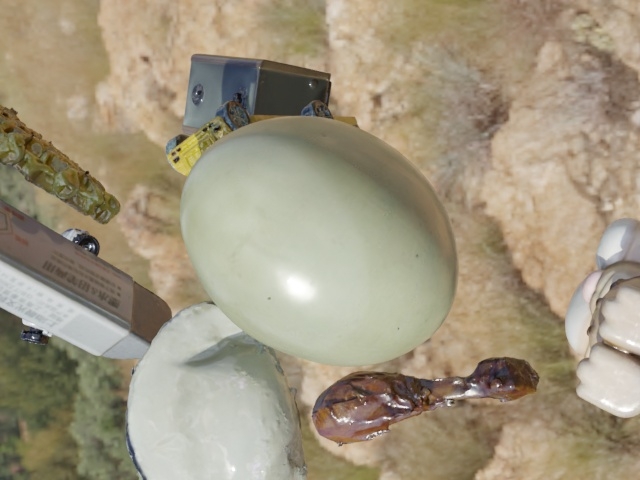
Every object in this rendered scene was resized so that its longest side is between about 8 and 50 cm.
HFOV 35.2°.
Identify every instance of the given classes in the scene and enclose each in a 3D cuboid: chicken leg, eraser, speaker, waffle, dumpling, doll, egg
[{"bbox_3d":[0.133,0.202,1.320,0.113,0.305,0.093,36,-138,-67],"label":"chicken leg"},{"bbox_3d":[-0.298,0.024,1.012,0.061,0.352,0.089,-38,35,24],"label":"eraser"},{"bbox_3d":[-0.119,-0.248,1.831,0.231,0.193,0.153,17,102,50],"label":"speaker"},{"bbox_3d":[-0.310,-0.095,1.102,0.046,0.161,0.192,-53,45,2],"label":"waffle"},{"bbox_3d":[-0.109,0.188,1.018,0.142,0.173,0.247,147,106,-76],"label":"dumpling"},{"bbox_3d":[0.250,0.053,0.773,0.119,0.278,0.154,23,97,18],"label":"doll"},{"bbox_3d":[0.000,0.000,0.931,0.269,0.219,0.219,39,143,3],"label":"egg"}]

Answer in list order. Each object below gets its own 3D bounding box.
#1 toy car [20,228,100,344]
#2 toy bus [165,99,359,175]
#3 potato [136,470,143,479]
[{"bbox_3d":[-0.368,0.062,1.398,0.080,0.070,0.170,-4,65,63],"label":"toy car"},{"bbox_3d":[-0.060,-0.116,1.408,0.121,0.336,0.123,-30,79,31],"label":"toy bus"},{"bbox_3d":[-0.130,0.274,1.265,0.148,0.186,0.253,54,133,7],"label":"potato"}]
